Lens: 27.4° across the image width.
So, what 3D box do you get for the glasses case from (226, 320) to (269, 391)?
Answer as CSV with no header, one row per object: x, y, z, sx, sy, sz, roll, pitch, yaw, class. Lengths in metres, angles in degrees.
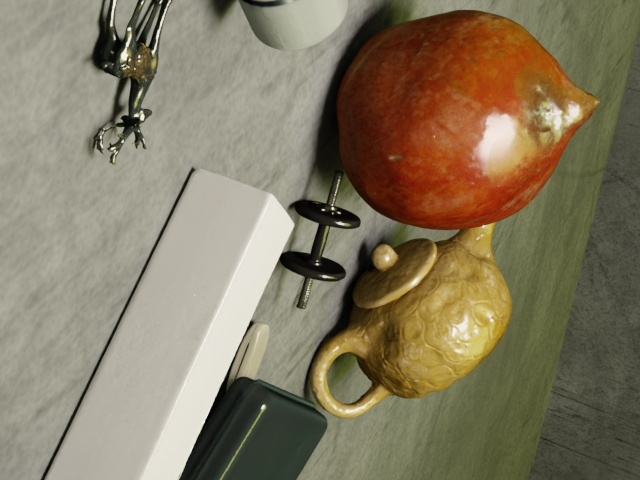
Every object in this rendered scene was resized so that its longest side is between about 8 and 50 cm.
-0.073,0.121,1.312,0.083,0.021,0.032,-69,159,3,glasses case

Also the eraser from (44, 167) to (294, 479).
-0.122,0.094,1.071,0.298,0.078,0.076,-66,160,-11,eraser

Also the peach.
0.150,-0.119,1.321,0.232,0.256,0.233,3,90,-74,peach

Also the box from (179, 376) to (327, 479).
-0.072,0.225,1.346,0.160,0.050,0.230,-59,160,-4,box

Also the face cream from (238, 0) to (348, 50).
-0.053,-0.264,0.909,0.143,0.089,0.314,-59,150,-25,face cream

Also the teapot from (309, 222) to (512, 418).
0.103,0.079,1.559,0.311,0.167,0.203,-41,-161,-9,teapot

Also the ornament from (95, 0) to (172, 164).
-0.135,-0.113,0.913,0.073,0.028,0.125,-6,113,-69,ornament

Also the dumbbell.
0.000,0.000,1.319,0.069,0.069,0.147,-17,125,-66,dumbbell
